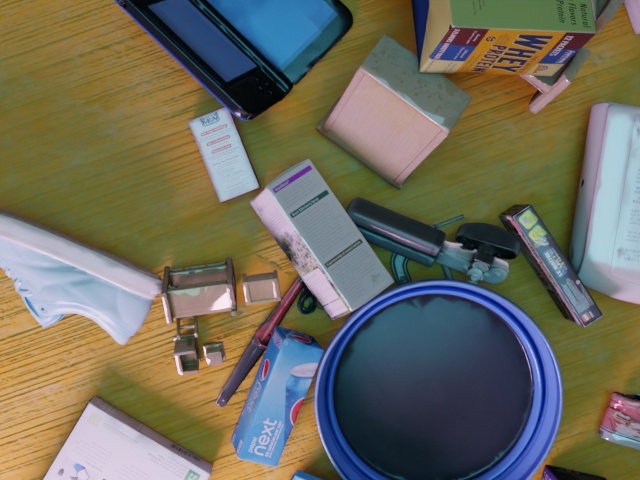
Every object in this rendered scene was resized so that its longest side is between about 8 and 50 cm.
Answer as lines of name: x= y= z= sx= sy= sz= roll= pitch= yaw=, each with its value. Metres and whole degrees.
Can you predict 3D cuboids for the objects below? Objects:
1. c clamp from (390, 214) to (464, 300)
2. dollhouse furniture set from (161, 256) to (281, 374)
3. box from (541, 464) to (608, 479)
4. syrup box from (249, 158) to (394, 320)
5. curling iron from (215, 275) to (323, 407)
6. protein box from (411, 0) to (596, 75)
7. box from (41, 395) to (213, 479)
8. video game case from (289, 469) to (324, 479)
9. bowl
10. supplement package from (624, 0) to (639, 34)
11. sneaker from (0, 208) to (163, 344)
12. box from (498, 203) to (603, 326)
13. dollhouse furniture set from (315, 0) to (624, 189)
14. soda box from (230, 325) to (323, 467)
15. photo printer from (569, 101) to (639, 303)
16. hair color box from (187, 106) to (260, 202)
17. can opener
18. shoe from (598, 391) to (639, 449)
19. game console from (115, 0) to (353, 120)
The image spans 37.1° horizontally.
c clamp: x=0.188 y=0.051 z=1.559 sx=0.137 sy=0.022 sz=0.160 roll=-14 pitch=92 yaw=0
dollhouse furniture set: x=-0.151 y=0.117 z=1.541 sx=0.182 sy=0.101 sz=0.161 roll=-7 pitch=117 yaw=-2
box: x=0.408 y=0.459 z=1.484 sx=0.108 sy=0.207 sz=0.153 roll=13 pitch=92 yaw=-1
syrup box: x=0.000 y=0.000 z=1.501 sx=0.096 sy=0.093 sz=0.237 roll=-34 pitch=89 yaw=-25
curling iron: x=-0.081 y=0.164 z=1.553 sx=0.068 sy=0.035 sz=0.274 roll=40 pitch=91 yaw=-2
protein box: x=0.240 y=-0.343 z=1.297 sx=0.201 sy=0.136 sz=0.199 roll=-1 pitch=75 yaw=-13
box: x=-0.355 y=0.450 z=1.551 sx=0.232 sy=0.058 sz=0.322 roll=32 pitch=90 yaw=-2
video game case: x=0.025 y=0.423 z=1.530 sx=0.166 sy=0.119 sz=0.015 roll=23 pitch=56 yaw=-1
bowl: x=0.185 y=0.250 z=1.524 sx=0.391 sy=0.077 sz=0.391 roll=0 pitch=97 yaw=-1
supplement package: x=0.568 y=-0.438 z=1.412 sx=0.178 sy=0.293 sz=0.175 roll=-19 pitch=92 yaw=1
sneaker: x=-0.442 y=0.055 z=1.494 sx=0.366 sy=0.135 sz=0.150 roll=23 pitch=87 yaw=-1
box: x=0.364 y=0.038 z=1.515 sx=0.036 sy=0.114 sz=0.207 roll=-33 pitch=93 yaw=0
dollhouse furniture set: x=0.195 y=-0.309 z=1.486 sx=0.362 sy=0.256 sz=0.394 roll=36 pitch=70 yaw=-2
soda box: x=-0.071 y=0.249 z=1.522 sx=0.071 sy=0.067 sz=0.210 roll=19 pitch=98 yaw=-20
photo printer: x=0.535 y=-0.050 z=1.518 sx=0.256 sy=0.107 sz=0.307 roll=8 pitch=93 yaw=-1
hair color box: x=-0.154 y=-0.138 z=1.537 sx=0.072 sy=0.043 sz=0.141 roll=-21 pitch=93 yaw=0
can opener: x=0.175 y=-0.003 z=1.525 sx=0.280 sy=0.074 sz=0.093 roll=18 pitch=59 yaw=2
shoe: x=0.550 y=0.303 z=1.552 sx=0.178 sy=0.063 sz=0.081 roll=15 pitch=97 yaw=3
game console: x=-0.130 y=-0.363 z=1.472 sx=0.293 sy=0.250 sz=0.173 roll=43 pitch=118 yaw=-2
